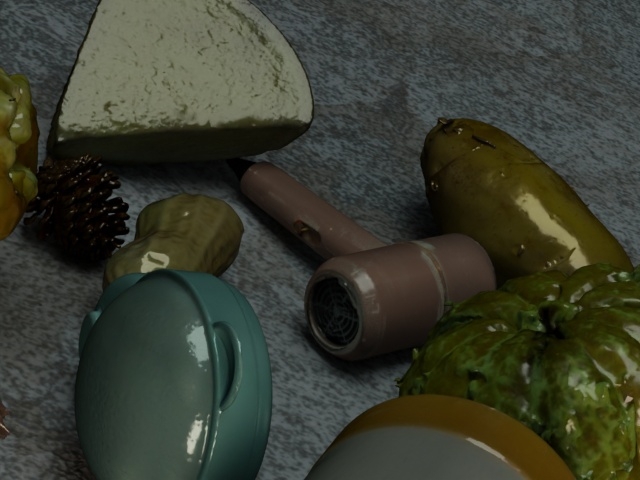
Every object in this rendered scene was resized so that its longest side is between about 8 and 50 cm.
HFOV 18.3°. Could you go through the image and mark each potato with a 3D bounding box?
[{"bbox_3d":[-0.139,-0.152,2.115,0.255,0.112,0.269,21,64,-9],"label":"potato"},{"bbox_3d":[0.212,-0.017,2.147,0.300,0.140,0.173,47,30,25],"label":"potato"}]

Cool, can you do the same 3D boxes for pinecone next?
[{"bbox_3d":[-0.234,-0.031,1.919,0.102,0.102,0.109,-8,53,-42],"label":"pinecone"}]

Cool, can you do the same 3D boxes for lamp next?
[{"bbox_3d":[-0.129,0.120,1.651,0.147,0.209,0.284,12,14,-13],"label":"lamp"}]

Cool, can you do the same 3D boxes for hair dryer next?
[{"bbox_3d":[0.000,0.000,2.046,0.189,0.107,0.344,-12,36,-42],"label":"hair dryer"}]

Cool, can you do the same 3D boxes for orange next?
[{"bbox_3d":[0.217,0.158,1.773,0.300,0.223,0.301,-5,25,32],"label":"orange"}]

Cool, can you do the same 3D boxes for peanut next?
[{"bbox_3d":[-0.141,0.016,1.902,0.099,0.090,0.214,61,27,-14],"label":"peanut"}]

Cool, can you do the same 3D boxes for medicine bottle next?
[{"bbox_3d":[0.065,0.269,1.506,0.238,0.238,0.232,30,33,11],"label":"medicine bottle"}]

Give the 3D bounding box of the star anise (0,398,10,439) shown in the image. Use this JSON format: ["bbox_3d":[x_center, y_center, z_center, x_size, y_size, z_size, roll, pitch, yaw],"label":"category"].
[{"bbox_3d":[-0.306,0.127,1.654,0.124,0.056,0.129,29,31,12],"label":"star anise"}]

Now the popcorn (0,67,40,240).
[{"bbox_3d":[-0.378,-0.060,1.702,0.247,0.282,0.282,34,29,-9],"label":"popcorn"}]
